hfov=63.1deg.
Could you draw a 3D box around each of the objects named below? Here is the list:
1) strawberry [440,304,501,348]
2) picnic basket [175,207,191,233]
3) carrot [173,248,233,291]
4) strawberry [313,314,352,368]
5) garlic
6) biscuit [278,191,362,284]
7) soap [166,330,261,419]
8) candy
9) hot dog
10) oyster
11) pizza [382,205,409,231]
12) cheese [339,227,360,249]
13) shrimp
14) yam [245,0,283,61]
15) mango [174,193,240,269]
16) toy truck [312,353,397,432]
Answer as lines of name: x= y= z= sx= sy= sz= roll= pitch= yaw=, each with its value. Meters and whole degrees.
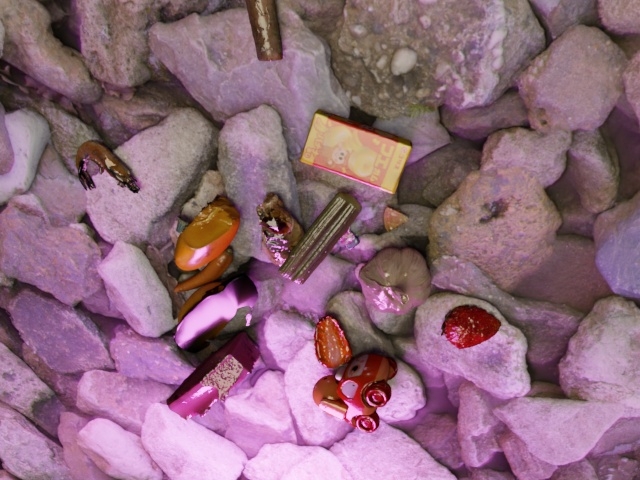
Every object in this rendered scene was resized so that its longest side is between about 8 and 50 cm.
strawberry: x=0.464 y=0.276 z=1.600 sx=0.187 sy=0.082 sz=0.146 roll=-5 pitch=120 yaw=6
picnic basket: x=-0.410 y=-0.056 z=1.592 sx=0.065 sy=0.083 sz=0.083 roll=27 pitch=77 yaw=3
carrot: x=-0.367 y=0.111 z=1.662 sx=0.271 sy=0.062 sz=0.066 roll=-40 pitch=136 yaw=26
strawberry: x=0.036 y=0.321 z=1.687 sx=0.121 sy=0.082 sz=0.188 roll=-9 pitch=103 yaw=-6
garlic: x=0.214 y=0.132 z=1.494 sx=0.219 sy=0.212 sz=0.218 roll=2 pitch=109 yaw=4
biscuit: x=0.000 y=0.000 z=1.507 sx=0.099 sy=0.038 sz=0.322 roll=31 pitch=113 yaw=-20
soap: x=-0.357 y=0.461 z=1.734 sx=0.127 sy=0.220 sz=0.325 roll=47 pitch=113 yaw=-3
candy: x=0.096 y=-0.242 z=1.411 sx=0.276 sy=0.088 sz=0.146 roll=18 pitch=114 yaw=1
hot dog: x=-0.334 y=0.212 z=1.675 sx=0.326 sy=0.107 sz=0.194 roll=-32 pitch=130 yaw=6
oyster: x=-0.122 y=-0.021 z=1.543 sx=0.162 sy=0.107 sz=0.232 roll=-12 pitch=114 yaw=5
pizza: x=0.219 y=-0.062 z=1.506 sx=0.078 sy=0.025 sz=0.083 roll=4 pitch=121 yaw=12
cheese: x=0.054 y=-0.029 z=1.541 sx=0.095 sy=0.038 sz=0.145 roll=-40 pitch=109 yaw=24
shrimp: x=-0.651 y=-0.195 z=1.572 sx=0.219 sy=0.046 sz=0.152 roll=42 pitch=113 yaw=-6
yam: x=-0.154 y=-0.633 z=1.283 sx=0.083 sy=0.083 sz=0.371 roll=-6 pitch=113 yaw=12
mango: x=-0.339 y=-0.009 z=1.542 sx=0.126 sy=0.154 sz=0.252 roll=41 pitch=100 yaw=10
toy truck: x=0.105 y=0.474 z=1.684 sx=0.239 sy=0.189 sz=0.264 roll=21 pitch=115 yaw=9
